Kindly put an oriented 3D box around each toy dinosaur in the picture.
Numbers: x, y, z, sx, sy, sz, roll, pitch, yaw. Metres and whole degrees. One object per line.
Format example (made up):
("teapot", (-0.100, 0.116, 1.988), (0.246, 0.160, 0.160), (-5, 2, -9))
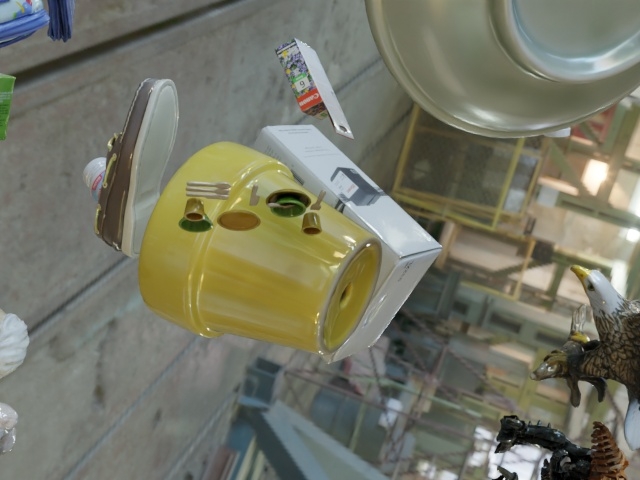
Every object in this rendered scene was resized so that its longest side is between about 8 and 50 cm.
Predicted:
("toy dinosaur", (0.354, 0.332, 1.261), (0.164, 0.218, 0.322), (-61, 161, -56))

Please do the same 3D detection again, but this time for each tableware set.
("tableware set", (-0.073, -0.026, 0.953), (0.104, 0.154, 0.024), (113, -22, -63))

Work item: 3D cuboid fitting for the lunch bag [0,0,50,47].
("lunch bag", (-0.359, -0.191, 0.765), (0.219, 0.176, 0.090), (-33, 119, -40))

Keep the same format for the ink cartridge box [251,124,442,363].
("ink cartridge box", (0.000, 0.000, 1.383), (0.129, 0.307, 0.223), (-12, 140, -51))

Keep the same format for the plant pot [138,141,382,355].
("plant pot", (-0.062, 0.028, 1.148), (0.254, 0.239, 0.254), (-51, 154, -36))

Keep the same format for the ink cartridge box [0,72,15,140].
("ink cartridge box", (-0.578, -0.204, 1.200), (0.189, 0.255, 0.097), (-39, 144, -75))

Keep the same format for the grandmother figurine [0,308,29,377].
("grandmother figurine", (-0.472, 0.021, 1.069), (0.342, 0.208, 0.104), (58, 40, -13))

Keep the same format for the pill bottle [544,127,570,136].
("pill bottle", (0.431, -0.249, 1.623), (0.065, 0.065, 0.116), (-44, 134, -65))

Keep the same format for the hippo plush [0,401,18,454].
("hippo plush", (-0.729, 0.447, 1.722), (0.234, 0.294, 0.237), (83, -4, -58))

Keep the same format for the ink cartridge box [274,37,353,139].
("ink cartridge box", (-0.006, -0.158, 0.969), (0.115, 0.029, 0.063), (67, 18, 9))

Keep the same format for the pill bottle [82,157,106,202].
("pill bottle", (-0.389, -0.093, 1.724), (0.087, 0.160, 0.087), (-32, 144, -27))

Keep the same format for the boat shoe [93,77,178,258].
("boat shoe", (-0.319, -0.129, 1.520), (0.116, 0.096, 0.324), (-38, 147, -59))

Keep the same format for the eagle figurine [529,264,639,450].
("eagle figurine", (0.389, 0.095, 1.044), (0.298, 0.225, 0.226), (-35, -138, 43))

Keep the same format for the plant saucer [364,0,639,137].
("plant saucer", (0.239, -0.259, 0.820), (0.100, 0.400, 0.400), (-119, -146, -52))

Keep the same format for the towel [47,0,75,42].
("towel", (-0.430, -0.526, 1.477), (0.243, 0.040, 0.336), (105, -17, -56))
